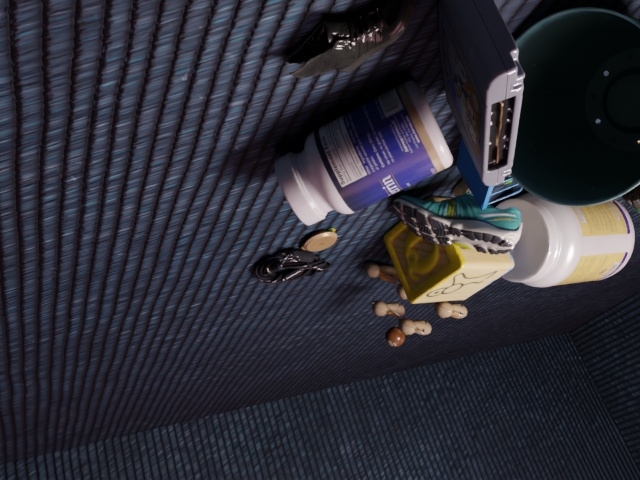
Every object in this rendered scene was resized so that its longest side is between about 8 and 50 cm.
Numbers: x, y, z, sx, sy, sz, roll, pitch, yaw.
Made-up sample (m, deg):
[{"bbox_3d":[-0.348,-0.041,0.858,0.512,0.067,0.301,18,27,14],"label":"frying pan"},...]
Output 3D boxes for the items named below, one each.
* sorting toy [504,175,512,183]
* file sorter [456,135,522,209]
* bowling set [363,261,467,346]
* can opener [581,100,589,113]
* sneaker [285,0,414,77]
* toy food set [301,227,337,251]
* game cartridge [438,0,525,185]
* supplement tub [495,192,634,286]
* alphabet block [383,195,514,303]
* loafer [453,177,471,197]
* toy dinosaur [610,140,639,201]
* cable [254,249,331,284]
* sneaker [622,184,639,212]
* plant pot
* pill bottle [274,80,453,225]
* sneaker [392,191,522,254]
[{"bbox_3d":[0.466,-0.155,1.442,0.062,0.012,0.083,-1,149,-36],"label":"sorting toy"},{"bbox_3d":[0.344,-0.163,1.212,0.104,0.118,0.170,-23,156,-3],"label":"file sorter"},{"bbox_3d":[0.218,0.195,1.618,0.154,0.287,0.200,15,99,-53],"label":"bowling set"},{"bbox_3d":[0.610,-0.262,1.225,0.283,0.076,0.095,-13,129,-14],"label":"can opener"},{"bbox_3d":[0.038,-0.273,0.826,0.170,0.051,0.089,-33,157,35],"label":"sneaker"},{"bbox_3d":[0.000,0.000,1.406,0.082,0.020,0.083,-10,154,-21],"label":"toy food set"},{"bbox_3d":[0.223,-0.225,0.885,0.062,0.198,0.297,-22,155,4],"label":"game cartridge"},{"bbox_3d":[0.604,-0.007,1.581,0.331,0.241,0.241,-2,151,-33],"label":"supplement tub"},{"bbox_3d":[0.304,0.025,1.480,0.197,0.193,0.192,2,146,-39],"label":"alphabet block"},{"bbox_3d":[0.338,-0.131,1.370,0.039,0.045,0.125,-27,168,-27],"label":"loafer"},{"bbox_3d":[0.631,-0.197,1.357,0.295,0.127,0.200,3,143,1],"label":"toy dinosaur"},{"bbox_3d":[-0.063,0.072,1.469,0.150,0.047,0.184,-31,155,36],"label":"cable"},{"bbox_3d":[0.820,-0.135,1.472,0.343,0.146,0.134,-46,-171,-38],"label":"sneaker"},{"bbox_3d":[0.463,-0.218,1.001,0.235,0.293,0.293,-15,158,-39],"label":"plant pot"},{"bbox_3d":[0.067,-0.135,1.015,0.264,0.153,0.153,-25,155,14],"label":"pill bottle"},{"bbox_3d":[0.289,-0.049,1.322,0.275,0.110,0.107,16,153,21],"label":"sneaker"}]
